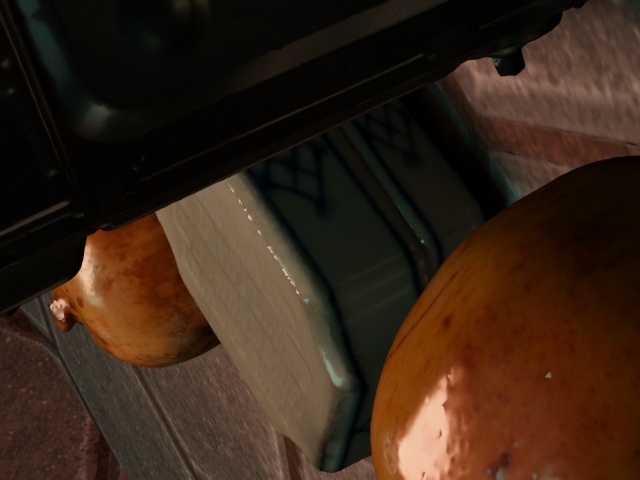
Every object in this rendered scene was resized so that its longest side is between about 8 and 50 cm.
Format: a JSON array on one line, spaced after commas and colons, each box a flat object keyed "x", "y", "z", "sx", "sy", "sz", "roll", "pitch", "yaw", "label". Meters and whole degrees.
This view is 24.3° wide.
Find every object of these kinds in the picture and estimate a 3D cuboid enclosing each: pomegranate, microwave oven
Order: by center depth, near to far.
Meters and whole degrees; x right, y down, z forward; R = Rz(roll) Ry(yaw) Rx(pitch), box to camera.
[{"x": 0.150, "y": 0.089, "z": 0.635, "sx": 0.264, "sy": 0.264, "sz": 0.264, "roll": 53, "pitch": 159, "yaw": 30, "label": "pomegranate"}, {"x": -0.102, "y": -0.154, "z": 0.774, "sx": 0.333, "sy": 0.394, "sz": 0.247, "roll": 27, "pitch": 139, "yaw": 62, "label": "microwave oven"}, {"x": -0.165, "y": 0.008, "z": 1.435, "sx": 0.248, "sy": 0.248, "sz": 0.248, "roll": 53, "pitch": 159, "yaw": 30, "label": "pomegranate"}]

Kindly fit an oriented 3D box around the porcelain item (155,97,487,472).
[{"x": 0.000, "y": 0.000, "z": 1.088, "sx": 0.286, "sy": 0.157, "sz": 0.281, "roll": 55, "pitch": 162, "yaw": 22, "label": "porcelain item"}]
